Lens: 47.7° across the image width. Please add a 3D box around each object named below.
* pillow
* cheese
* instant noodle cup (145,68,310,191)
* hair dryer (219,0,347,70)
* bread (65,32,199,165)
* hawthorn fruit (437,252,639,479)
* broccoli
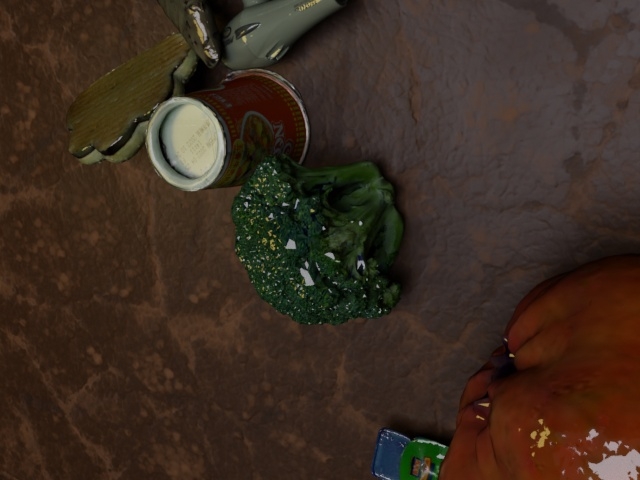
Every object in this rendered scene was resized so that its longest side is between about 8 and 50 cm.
[{"bbox_3d":[-0.205,-0.359,1.079,0.241,0.051,0.093,57,157,27],"label":"pillow"},{"bbox_3d":[0.231,0.380,1.111,0.321,0.083,0.203,15,109,19],"label":"cheese"},{"bbox_3d":[-0.142,-0.155,1.062,0.193,0.212,0.193,6,106,23],"label":"instant noodle cup"},{"bbox_3d":[-0.064,-0.383,1.028,0.229,0.092,0.266,6,104,37],"label":"hair dryer"},{"bbox_3d":[-0.304,-0.207,1.148,0.287,0.056,0.207,-18,53,31],"label":"bread"},{"bbox_3d":[0.373,0.260,0.831,0.472,0.472,0.471,6,106,22],"label":"hawthorn fruit"},{"bbox_3d":[0.000,0.000,1.050,0.265,0.245,0.294,26,144,57],"label":"broccoli"}]
